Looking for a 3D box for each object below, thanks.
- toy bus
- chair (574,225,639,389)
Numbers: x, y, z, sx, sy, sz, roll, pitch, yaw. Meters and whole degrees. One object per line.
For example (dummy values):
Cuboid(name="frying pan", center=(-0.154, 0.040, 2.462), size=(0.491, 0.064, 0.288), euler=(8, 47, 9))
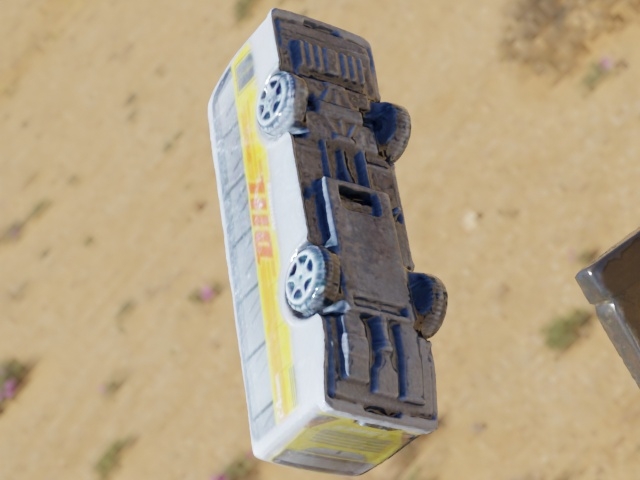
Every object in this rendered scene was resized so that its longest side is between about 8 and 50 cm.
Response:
Cuboid(name="toy bus", center=(0.000, 0.000, 0.775), size=(0.075, 0.064, 0.190), euler=(-46, 42, 40))
Cuboid(name="chair", center=(0.367, -0.036, 0.946), size=(0.416, 0.203, 0.240), euler=(-33, 3, -31))
